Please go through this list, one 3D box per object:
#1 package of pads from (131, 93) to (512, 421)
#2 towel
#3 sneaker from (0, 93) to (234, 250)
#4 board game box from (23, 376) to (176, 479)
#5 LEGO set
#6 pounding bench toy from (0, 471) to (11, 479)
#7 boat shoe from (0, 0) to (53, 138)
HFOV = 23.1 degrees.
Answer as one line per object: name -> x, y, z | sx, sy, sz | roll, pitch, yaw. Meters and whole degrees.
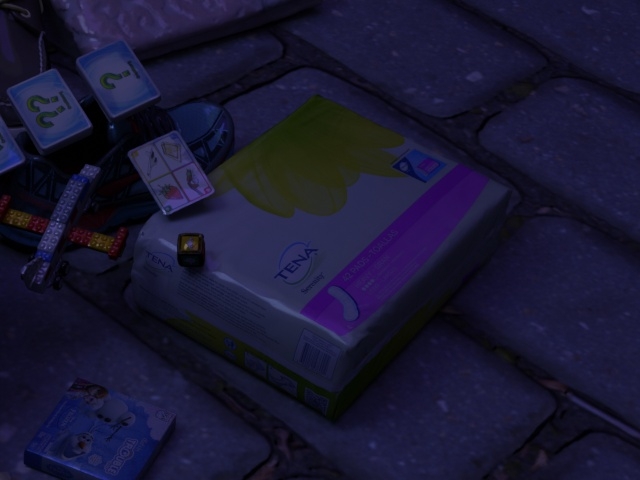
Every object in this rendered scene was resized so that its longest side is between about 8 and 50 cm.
package of pads -> 0.000, 0.000, 1.394 | 0.229, 0.101, 0.296 | 28, 42, 20
towel -> -0.187, -0.364, 1.722 | 0.317, 0.053, 0.332 | -21, 75, -31
sneaker -> -0.176, -0.083, 1.438 | 0.262, 0.125, 0.104 | -28, 55, -36
board game box -> -0.172, 0.156, 1.235 | 0.090, 0.020, 0.090 | 19, 40, 10
LEGO set -> -0.195, -0.059, 1.309 | 0.182, 0.060, 0.244 | -26, 62, -14
pounding bench toy -> -0.279, 0.174, 1.167 | 0.083, 0.052, 0.065 | 35, 46, 27
boat shoe -> -0.337, -0.227, 1.601 | 0.117, 0.096, 0.324 | -6, 42, -18
